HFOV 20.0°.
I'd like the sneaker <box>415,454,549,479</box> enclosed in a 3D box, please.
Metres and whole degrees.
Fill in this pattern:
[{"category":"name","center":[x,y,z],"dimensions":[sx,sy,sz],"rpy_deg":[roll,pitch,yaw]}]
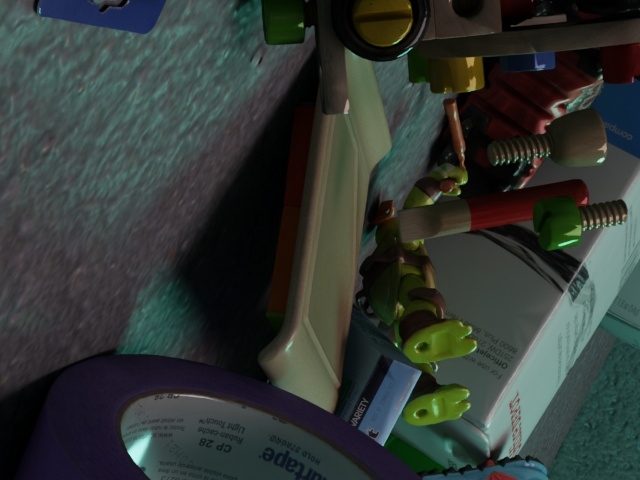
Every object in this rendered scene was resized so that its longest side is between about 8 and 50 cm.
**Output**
[{"category":"sneaker","center":[0.119,0.278,1.678],"dimensions":[0.262,0.125,0.104],"rpy_deg":[-8,153,-26]}]

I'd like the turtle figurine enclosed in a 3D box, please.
[{"category":"turtle figurine","center":[0.077,0.032,1.512],"dimensions":[0.217,0.087,0.269],"rpy_deg":[-102,-157,-53]}]

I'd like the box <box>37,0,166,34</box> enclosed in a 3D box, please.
[{"category":"box","center":[-0.054,-0.201,0.897],"dimensions":[0.225,0.036,0.136],"rpy_deg":[-63,164,11]}]

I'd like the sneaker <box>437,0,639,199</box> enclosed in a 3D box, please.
[{"category":"sneaker","center":[0.211,-0.156,1.626],"dimensions":[0.276,0.098,0.135],"rpy_deg":[-55,173,28]}]

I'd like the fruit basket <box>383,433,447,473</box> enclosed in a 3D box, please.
[{"category":"fruit basket","center":[0.070,0.436,2.000],"dimensions":[0.392,0.283,0.392],"rpy_deg":[-37,134,-52]}]

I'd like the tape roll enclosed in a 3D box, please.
[{"category":"tape roll","center":[-0.052,0.177,1.107],"dimensions":[0.090,0.275,0.275],"rpy_deg":[-66,163,16]}]

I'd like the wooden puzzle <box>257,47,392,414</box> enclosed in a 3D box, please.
[{"category":"wooden puzzle","center":[0.000,0.000,1.302],"dimensions":[0.221,0.044,0.238],"rpy_deg":[67,34,-70]}]

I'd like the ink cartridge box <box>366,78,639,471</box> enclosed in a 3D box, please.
[{"category":"ink cartridge box","center":[0.203,0.026,1.822],"dimensions":[0.395,0.166,0.285],"rpy_deg":[-57,163,-14]}]

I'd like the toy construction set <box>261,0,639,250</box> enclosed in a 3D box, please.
[{"category":"toy construction set","center":[0.073,-0.120,1.168],"dimensions":[0.237,0.257,0.308],"rpy_deg":[-11,125,-11]}]

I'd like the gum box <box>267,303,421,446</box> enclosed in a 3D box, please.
[{"category":"gum box","center":[0.002,0.137,1.449],"dimensions":[0.157,0.041,0.184],"rpy_deg":[-63,-159,6]}]

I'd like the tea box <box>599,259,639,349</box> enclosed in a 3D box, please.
[{"category":"tea box","center":[0.393,-0.055,2.166],"dimensions":[0.323,0.220,0.329],"rpy_deg":[-61,164,-1]}]
